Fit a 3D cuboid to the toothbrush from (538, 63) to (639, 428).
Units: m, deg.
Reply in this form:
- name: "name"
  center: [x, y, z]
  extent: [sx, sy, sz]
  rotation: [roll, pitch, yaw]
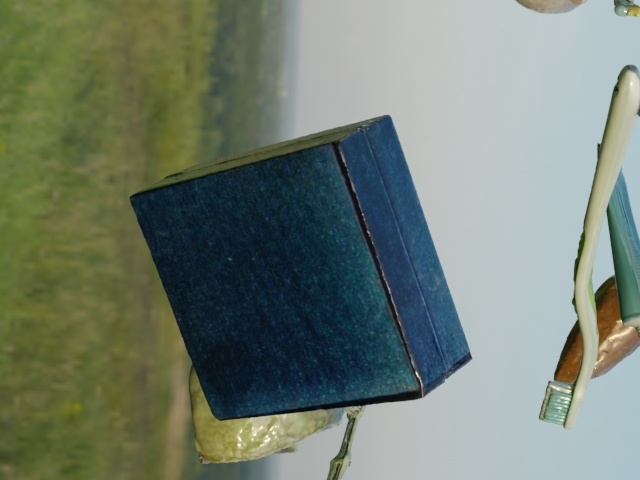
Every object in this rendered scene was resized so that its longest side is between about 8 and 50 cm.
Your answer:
- name: "toothbrush"
  center: [0.156, 0.013, 0.899]
  extent: [0.022, 0.026, 0.263]
  rotation: [-76, 173, -50]

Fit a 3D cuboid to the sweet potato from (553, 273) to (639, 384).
- name: "sweet potato"
  center: [0.389, 0.092, 2.020]
  extent: [0.252, 0.097, 0.097]
  rotation: [-48, 176, -7]

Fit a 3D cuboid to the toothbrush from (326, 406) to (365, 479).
- name: "toothbrush"
  center: [0.015, 0.300, 2.002]
  extent: [0.028, 0.026, 0.294]
  rotation: [47, 44, -33]

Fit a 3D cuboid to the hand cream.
- name: "hand cream"
  center: [0.348, 0.002, 1.811]
  extent: [0.083, 0.048, 0.224]
  rotation: [27, 51, -59]

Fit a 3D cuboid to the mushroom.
- name: "mushroom"
  center: [-0.060, 0.189, 2.118]
  extent: [0.267, 0.164, 0.190]
  rotation: [6, 70, -67]

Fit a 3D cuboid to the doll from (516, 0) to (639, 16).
- name: "doll"
  center: [0.382, -0.370, 2.126]
  extent: [0.151, 0.287, 0.151]
  rotation: [-13, 107, -49]

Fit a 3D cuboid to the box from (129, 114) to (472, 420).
- name: "box"
  center: [-0.020, 0.034, 1.606]
  extent: [0.116, 0.279, 0.261]
  rotation: [-29, 103, -49]
